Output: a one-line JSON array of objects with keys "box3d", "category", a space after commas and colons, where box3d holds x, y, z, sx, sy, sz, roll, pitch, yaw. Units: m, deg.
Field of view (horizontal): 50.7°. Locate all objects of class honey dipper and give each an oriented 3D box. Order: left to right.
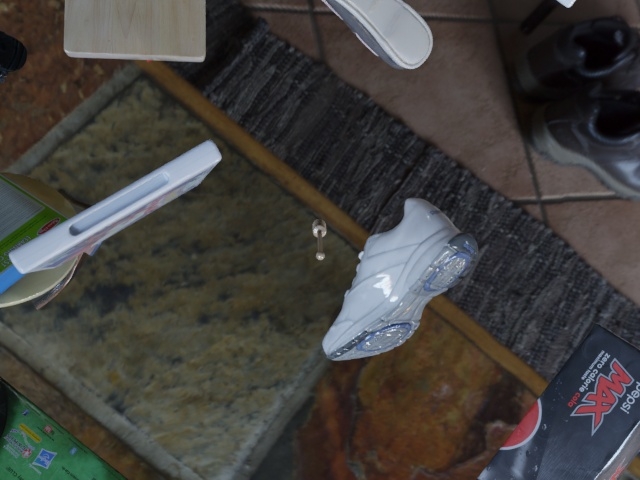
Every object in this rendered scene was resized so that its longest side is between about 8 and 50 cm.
[{"box3d": [0.000, 0.000, 1.419, 0.030, 0.030, 0.161, 21, 23, -12], "category": "honey dipper"}]

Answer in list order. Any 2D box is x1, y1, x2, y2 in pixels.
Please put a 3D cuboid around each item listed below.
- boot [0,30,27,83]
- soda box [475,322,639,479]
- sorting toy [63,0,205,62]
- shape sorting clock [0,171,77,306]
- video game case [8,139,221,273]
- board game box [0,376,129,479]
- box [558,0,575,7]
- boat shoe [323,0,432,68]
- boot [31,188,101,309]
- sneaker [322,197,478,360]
[{"box3d": [-0.344, -0.188, 0.632, 0.121, 0.099, 0.045, 24, 79, -43], "category": "boot"}, {"box3d": [0.154, 0.140, 0.431, 0.060, 0.053, 0.169, 37, 88, 40], "category": "soda box"}, {"box3d": [-0.352, -0.465, 1.309, 0.255, 0.089, 0.257, 0, 83, -9], "category": "sorting toy"}, {"box3d": [-0.402, -0.004, 0.829, 0.206, 0.040, 0.206, 9, 48, -10], "category": "shape sorting clock"}, {"box3d": [-0.185, -0.027, 0.631, 0.183, 0.201, 0.023, -32, 98, -13], "category": "video game case"}, {"box3d": [-0.261, 0.163, 0.480, 0.259, 0.030, 0.136, 30, 58, 20], "category": "board game box"}, {"box3d": [0.211, -0.334, 0.678, 0.170, 0.091, 0.130, 34, 34, -7], "category": "box"}, {"box3d": [0.044, -0.385, 1.021, 0.335, 0.095, 0.112, 42, 81, -35], "category": "boat shoe"}, {"box3d": [-0.442, 0.014, 1.127, 0.106, 0.082, 0.219, 40, 106, -14], "category": "boot"}, {"box3d": [0.099, 0.065, 0.989, 0.111, 0.297, 0.129, 12, 37, -46], "category": "sneaker"}]
